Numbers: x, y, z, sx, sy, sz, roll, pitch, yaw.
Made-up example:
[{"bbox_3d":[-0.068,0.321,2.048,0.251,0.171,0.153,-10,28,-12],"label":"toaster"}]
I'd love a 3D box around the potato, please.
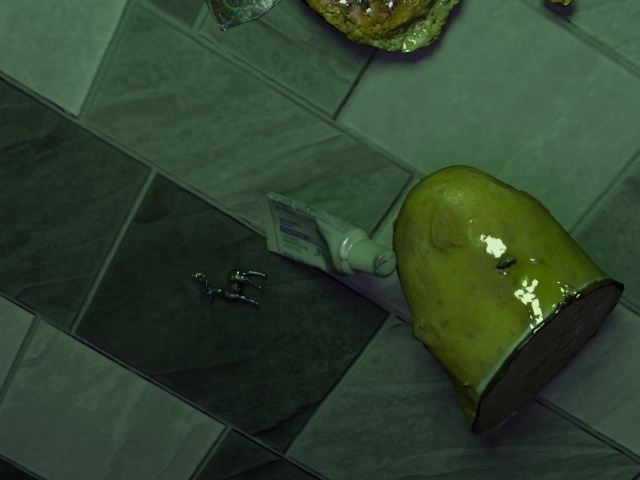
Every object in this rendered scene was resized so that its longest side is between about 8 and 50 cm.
[{"bbox_3d":[0.244,0.067,1.245,0.290,0.397,0.296,-37,66,-8],"label":"potato"}]

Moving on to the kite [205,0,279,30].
[{"bbox_3d":[-0.158,-0.435,1.158,0.152,0.015,0.285,-30,107,24],"label":"kite"}]

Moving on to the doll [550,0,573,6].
[{"bbox_3d":[0.324,-0.466,0.996,0.160,0.094,0.365,25,118,7],"label":"doll"}]

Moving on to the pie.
[{"bbox_3d":[0.079,-0.401,1.085,0.308,0.085,0.308,5,116,10],"label":"pie"}]

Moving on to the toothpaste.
[{"bbox_3d":[0.001,-0.002,1.255,0.282,0.068,0.099,19,98,44],"label":"toothpaste"}]

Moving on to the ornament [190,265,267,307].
[{"bbox_3d":[-0.157,0.072,1.411,0.125,0.028,0.073,16,120,2],"label":"ornament"}]
